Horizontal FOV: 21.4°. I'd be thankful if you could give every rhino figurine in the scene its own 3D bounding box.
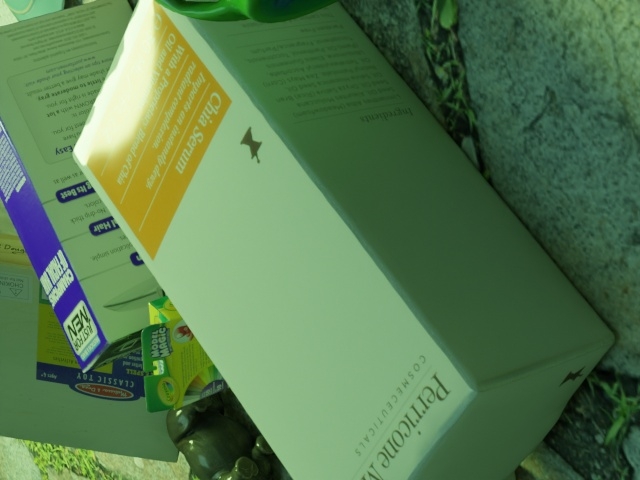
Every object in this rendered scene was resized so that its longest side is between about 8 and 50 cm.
[{"bbox_3d":[-0.083,0.248,1.781,0.243,0.073,0.106,56,143,19],"label":"rhino figurine"}]

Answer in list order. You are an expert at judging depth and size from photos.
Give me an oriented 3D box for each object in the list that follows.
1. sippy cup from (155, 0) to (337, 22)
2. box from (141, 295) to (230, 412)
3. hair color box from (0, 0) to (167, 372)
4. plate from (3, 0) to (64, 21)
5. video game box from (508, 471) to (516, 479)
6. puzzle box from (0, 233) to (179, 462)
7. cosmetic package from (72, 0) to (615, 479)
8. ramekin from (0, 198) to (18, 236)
[{"bbox_3d":[-0.012,-0.303,1.142,0.224,0.305,0.240,57,162,7],"label":"sippy cup"},{"bbox_3d":[-0.093,0.088,1.591,0.043,0.179,0.105,35,135,43],"label":"box"},{"bbox_3d":[-0.216,-0.060,1.692,0.339,0.185,0.110,63,149,11],"label":"hair color box"},{"bbox_3d":[-0.335,-0.313,1.857,0.188,0.024,0.188,37,138,43],"label":"plate"},{"bbox_3d":[0.116,0.280,1.507,0.187,0.048,0.205,8,114,54],"label":"video game box"},{"bbox_3d":[-0.340,0.108,1.846,0.052,0.408,0.272,-82,2,-49],"label":"puzzle box"},{"bbox_3d":[0.000,0.000,1.370,0.453,0.161,0.230,52,134,25],"label":"cosmetic package"},{"bbox_3d":[-0.341,0.007,1.928,0.109,0.207,0.207,20,143,-6],"label":"ramekin"}]
